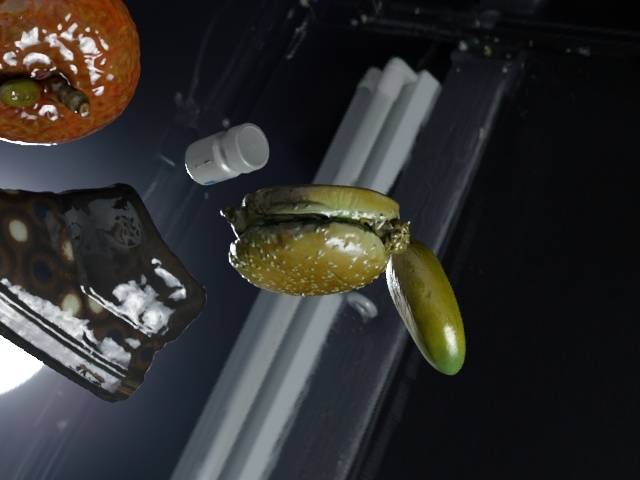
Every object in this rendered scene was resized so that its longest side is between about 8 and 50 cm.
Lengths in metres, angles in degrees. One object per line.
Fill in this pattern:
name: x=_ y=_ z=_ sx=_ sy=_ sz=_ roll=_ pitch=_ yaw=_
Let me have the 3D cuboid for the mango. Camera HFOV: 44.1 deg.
mango: x=0.182 y=0.110 z=1.321 sx=0.091 sy=0.137 sz=0.238 roll=-25 pitch=-102 yaw=-9

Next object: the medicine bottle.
medicine bottle: x=-0.204 y=-0.185 z=1.711 sx=0.168 sy=0.105 sz=0.105 roll=-13 pitch=-126 yaw=39

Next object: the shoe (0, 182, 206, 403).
shoe: x=-0.317 y=0.020 z=0.995 sx=0.237 sy=0.384 sz=0.171 roll=-52 pitch=-148 yaw=-11

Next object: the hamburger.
hamburger: x=0.000 y=0.000 z=0.968 sx=0.215 sy=0.189 sz=0.122 roll=-7 pitch=-108 yaw=32

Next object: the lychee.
lychee: x=-0.349 y=-0.228 z=0.973 sx=0.255 sy=0.255 sz=0.300 roll=-25 pitch=-122 yaw=4
